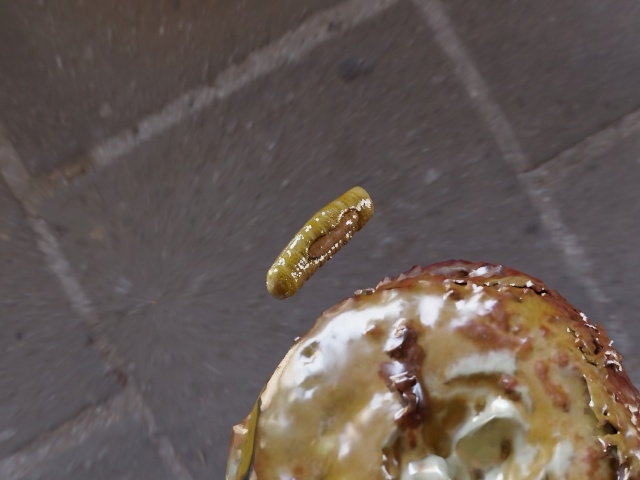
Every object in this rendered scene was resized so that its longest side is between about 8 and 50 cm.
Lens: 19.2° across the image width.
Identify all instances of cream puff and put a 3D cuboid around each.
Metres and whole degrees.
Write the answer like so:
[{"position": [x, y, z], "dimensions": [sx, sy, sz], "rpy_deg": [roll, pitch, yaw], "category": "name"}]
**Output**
[{"position": [0.067, 0.134, 1.020], "dimensions": [0.240, 0.164, 0.240], "rpy_deg": [-1, 76, 5], "category": "cream puff"}]

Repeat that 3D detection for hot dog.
[{"position": [0.001, 0.000, 1.594], "dimensions": [0.137, 0.028, 0.044], "rpy_deg": [-41, 124, -35], "category": "hot dog"}]
